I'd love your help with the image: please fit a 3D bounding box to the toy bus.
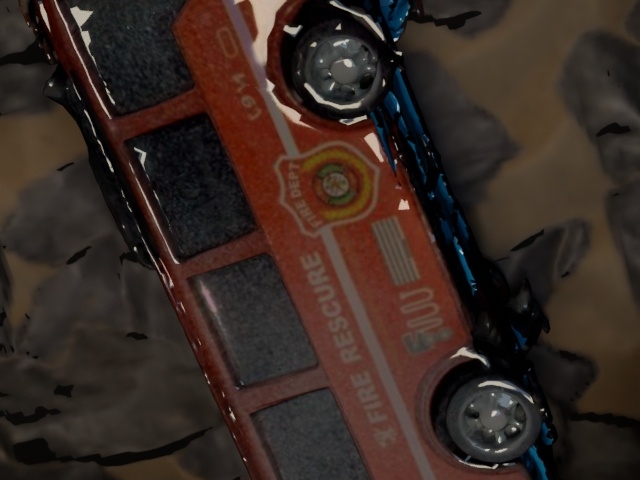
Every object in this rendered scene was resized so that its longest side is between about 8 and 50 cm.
[{"bbox_3d":[0.000,0.000,0.498,0.096,0.073,0.234,-21,108,12],"label":"toy bus"}]
